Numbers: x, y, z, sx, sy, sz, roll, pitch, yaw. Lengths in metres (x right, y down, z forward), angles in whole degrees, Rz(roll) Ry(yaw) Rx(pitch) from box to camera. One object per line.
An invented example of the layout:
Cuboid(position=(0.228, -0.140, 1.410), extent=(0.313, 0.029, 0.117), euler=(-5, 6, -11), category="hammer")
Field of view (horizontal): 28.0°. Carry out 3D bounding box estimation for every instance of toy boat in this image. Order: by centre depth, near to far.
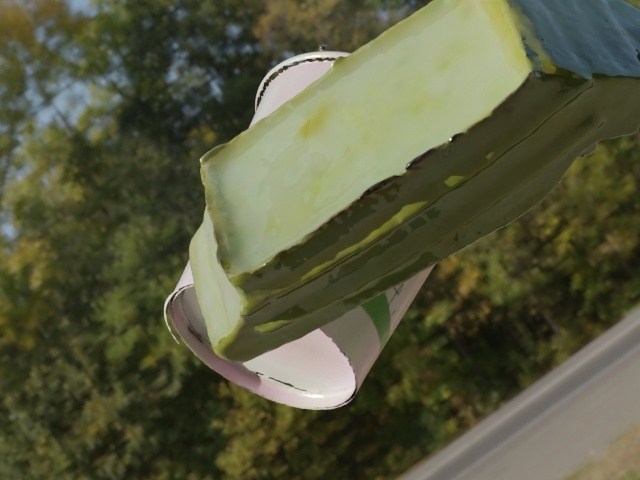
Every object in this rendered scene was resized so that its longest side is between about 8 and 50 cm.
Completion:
Cuboid(position=(0.045, -0.046, 0.631), extent=(0.276, 0.111, 0.084), euler=(-29, -44, 11), category="toy boat")

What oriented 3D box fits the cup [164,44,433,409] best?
Cuboid(position=(0.000, 0.000, 1.212), extent=(0.274, 0.253, 0.253), euler=(-63, 7, -31), category="cup")
